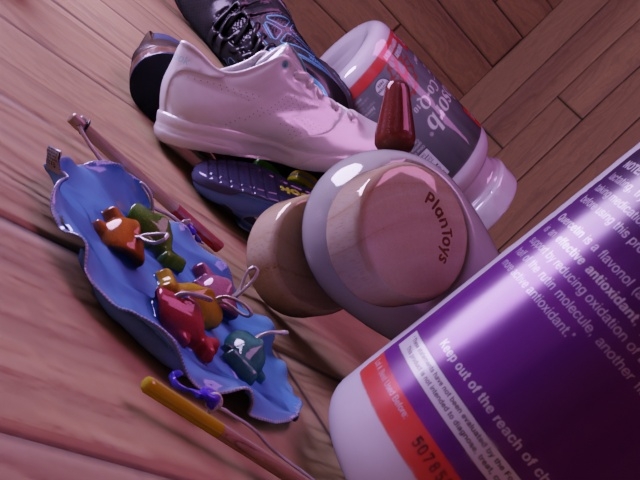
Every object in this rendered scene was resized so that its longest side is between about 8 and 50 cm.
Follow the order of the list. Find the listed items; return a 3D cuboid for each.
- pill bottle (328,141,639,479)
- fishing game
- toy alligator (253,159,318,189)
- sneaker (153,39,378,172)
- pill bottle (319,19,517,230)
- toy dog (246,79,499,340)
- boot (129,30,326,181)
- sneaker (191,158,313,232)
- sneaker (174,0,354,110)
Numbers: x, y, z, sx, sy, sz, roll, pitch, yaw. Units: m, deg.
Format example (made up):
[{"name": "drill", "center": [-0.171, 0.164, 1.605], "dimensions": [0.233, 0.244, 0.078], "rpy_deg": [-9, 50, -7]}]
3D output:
[{"name": "pill bottle", "center": [0.174, 0.056, 0.524], "dimensions": [0.181, 0.323, 0.181], "rpy_deg": [50, 6, -8]}, {"name": "fishing game", "center": [-0.068, 0.017, 0.541], "dimensions": [0.189, 0.041, 0.264], "rpy_deg": [43, 9, -32]}, {"name": "toy alligator", "center": [0.000, 0.000, 0.884], "dimensions": [0.190, 0.056, 0.051], "rpy_deg": [42, -30, -23]}, {"name": "sneaker", "center": [-0.021, -0.107, 0.821], "dimensions": [0.212, 0.094, 0.080], "rpy_deg": [7, 10, -24]}, {"name": "pill bottle", "center": [0.142, -0.166, 1.702], "dimensions": [0.363, 0.210, 0.210], "rpy_deg": [43, 10, -20]}, {"name": "toy dog", "center": [0.109, 0.012, 0.706], "dimensions": [0.220, 0.160, 0.334], "rpy_deg": [5, -21, 40]}, {"name": "boot", "center": [-0.074, -0.108, 0.909], "dimensions": [0.219, 0.082, 0.106], "rpy_deg": [39, 14, -28]}, {"name": "sneaker", "center": [-0.036, -0.016, 0.796], "dimensions": [0.144, 0.059, 0.053], "rpy_deg": [23, 28, -16]}, {"name": "sneaker", "center": [-0.081, -0.279, 1.476], "dimensions": [0.341, 0.125, 0.139], "rpy_deg": [43, 14, -6]}]
